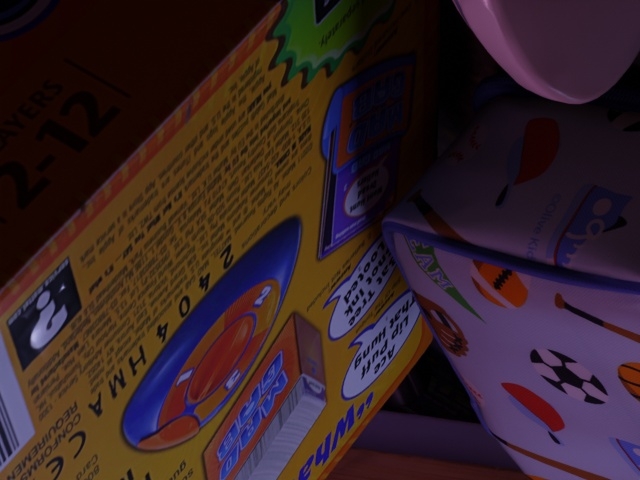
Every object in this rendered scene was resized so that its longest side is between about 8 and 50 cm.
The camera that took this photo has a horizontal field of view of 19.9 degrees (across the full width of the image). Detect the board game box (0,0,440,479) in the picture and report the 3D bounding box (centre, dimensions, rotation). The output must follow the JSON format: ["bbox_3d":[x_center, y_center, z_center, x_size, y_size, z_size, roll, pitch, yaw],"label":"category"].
[{"bbox_3d":[-0.192,-0.010,0.771,0.356,0.356,0.356,29,151,21],"label":"board game box"}]

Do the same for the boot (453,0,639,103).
[{"bbox_3d":[0.025,-0.121,0.473,0.086,0.069,0.190,28,155,46],"label":"boot"}]

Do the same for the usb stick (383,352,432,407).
[{"bbox_3d":[0.000,0.000,1.008,0.077,0.045,0.278,28,156,36],"label":"usb stick"}]

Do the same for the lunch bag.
[{"bbox_3d":[0.180,0.065,0.766,0.243,0.115,0.303,13,150,48],"label":"lunch bag"}]

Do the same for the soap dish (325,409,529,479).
[{"bbox_3d":[0.085,0.199,1.134,0.291,0.118,0.229,5,155,21],"label":"soap dish"}]

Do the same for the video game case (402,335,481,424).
[{"bbox_3d":[0.092,0.099,1.165,0.190,0.022,0.173,33,162,10],"label":"video game case"}]
